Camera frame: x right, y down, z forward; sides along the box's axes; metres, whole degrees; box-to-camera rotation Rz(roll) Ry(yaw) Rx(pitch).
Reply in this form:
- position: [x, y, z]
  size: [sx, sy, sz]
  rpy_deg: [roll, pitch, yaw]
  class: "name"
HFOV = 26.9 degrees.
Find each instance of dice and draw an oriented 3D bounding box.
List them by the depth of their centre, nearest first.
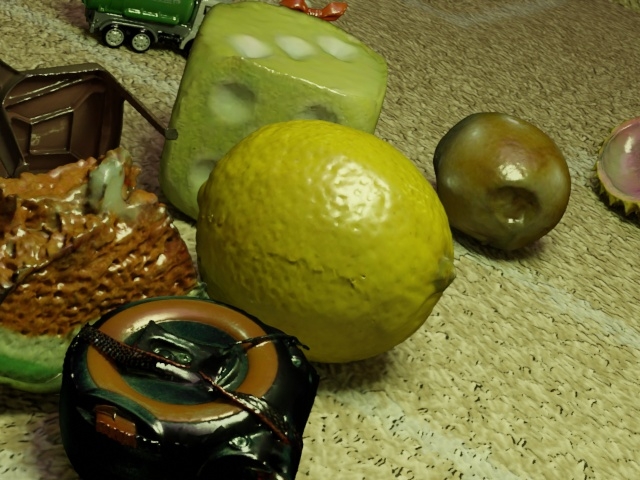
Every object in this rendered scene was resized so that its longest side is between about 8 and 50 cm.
- position: [-0.058, -0.142, 1.631]
  size: [0.233, 0.226, 0.238]
  rpy_deg: [17, 26, -3]
  class: "dice"

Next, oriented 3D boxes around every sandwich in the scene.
- position: [-0.230, 0.034, 1.211]
  size: [0.109, 0.212, 0.292]
  rpy_deg: [19, 34, 38]
  class: "sandwich"

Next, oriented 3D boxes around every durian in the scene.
- position: [0.508, -0.091, 2.033]
  size: [0.187, 0.153, 0.260]
  rpy_deg: [-3, 31, 7]
  class: "durian"

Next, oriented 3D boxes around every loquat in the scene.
- position: [0.237, -0.081, 1.776]
  size: [0.179, 0.179, 0.227]
  rpy_deg: [13, 19, -10]
  class: "loquat"

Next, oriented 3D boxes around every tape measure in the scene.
- position: [-0.111, 0.138, 1.133]
  size: [0.223, 0.135, 0.202]
  rpy_deg: [14, 34, 2]
  class: "tape measure"

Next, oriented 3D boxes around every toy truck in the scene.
- position: [-0.252, -0.357, 2.064]
  size: [0.243, 0.125, 0.101]
  rpy_deg: [8, 26, -22]
  class: "toy truck"

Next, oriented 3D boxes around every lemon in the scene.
- position: [0.000, 0.001, 1.367]
  size: [0.267, 0.267, 0.267]
  rpy_deg: [15, 25, -7]
  class: "lemon"

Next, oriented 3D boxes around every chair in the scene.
- position: [-0.320, -0.130, 1.502]
  size: [0.183, 0.175, 0.326]
  rpy_deg: [-10, 42, -31]
  class: "chair"

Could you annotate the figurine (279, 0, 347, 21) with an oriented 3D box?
- position: [-0.028, -0.221, 1.814]
  size: [0.184, 0.226, 0.160]
  rpy_deg: [18, 24, -1]
  class: "figurine"
